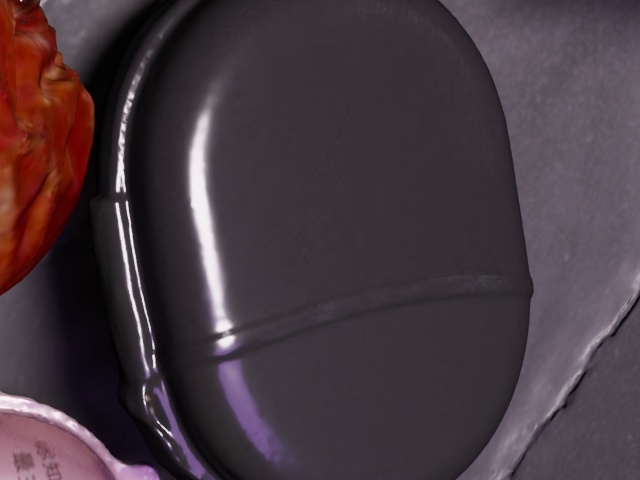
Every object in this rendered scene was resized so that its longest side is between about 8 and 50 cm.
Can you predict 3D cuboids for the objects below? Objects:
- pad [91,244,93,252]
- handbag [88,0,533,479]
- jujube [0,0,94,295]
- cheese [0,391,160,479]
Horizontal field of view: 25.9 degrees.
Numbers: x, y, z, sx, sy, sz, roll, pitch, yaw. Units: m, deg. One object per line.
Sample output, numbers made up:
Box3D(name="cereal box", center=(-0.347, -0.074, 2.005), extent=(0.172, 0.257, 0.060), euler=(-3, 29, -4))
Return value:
Box3D(name="pad", center=(0.001, -0.012, 0.844), extent=(0.265, 0.009, 0.159), euler=(29, 91, -37))
Box3D(name="handbag", center=(0.001, 0.000, 0.736), extent=(0.254, 0.093, 0.308), euler=(-13, 97, -37))
Box3D(name="jujube", center=(-0.198, -0.073, 0.549), extent=(0.213, 0.213, 0.232), euler=(-28, 123, -23))
Box3D(name="cheese", center=(-0.214, 0.175, 0.715), extent=(0.286, 0.074, 0.188), euler=(-11, 94, -22))
